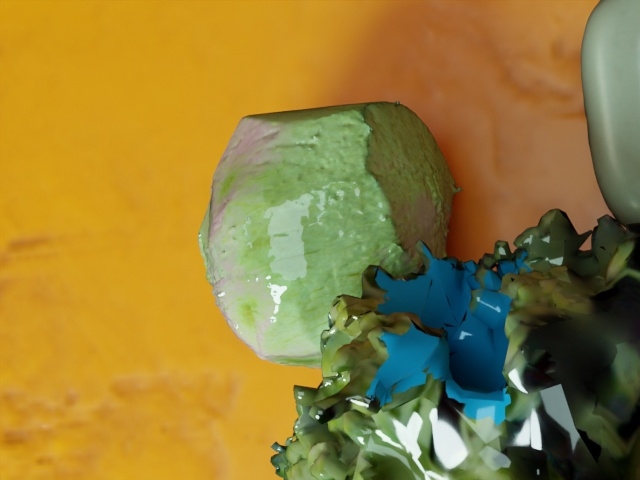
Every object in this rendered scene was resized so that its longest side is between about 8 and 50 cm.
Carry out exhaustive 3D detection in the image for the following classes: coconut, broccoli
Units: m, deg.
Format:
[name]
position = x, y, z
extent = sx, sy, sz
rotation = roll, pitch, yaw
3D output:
[coconut]
position = 0.000, 0.000, 0.520
extent = 0.081, 0.083, 0.082
rotation = -10, 41, 20
[broccoli]
position = 0.053, 0.077, 0.449
extent = 0.167, 0.160, 0.155
rotation = -14, 99, -10

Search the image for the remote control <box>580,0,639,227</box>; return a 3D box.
[remote control]
position = 0.223, -0.058, 0.458
extent = 0.309, 0.038, 0.090
rotation = -9, 83, 21
